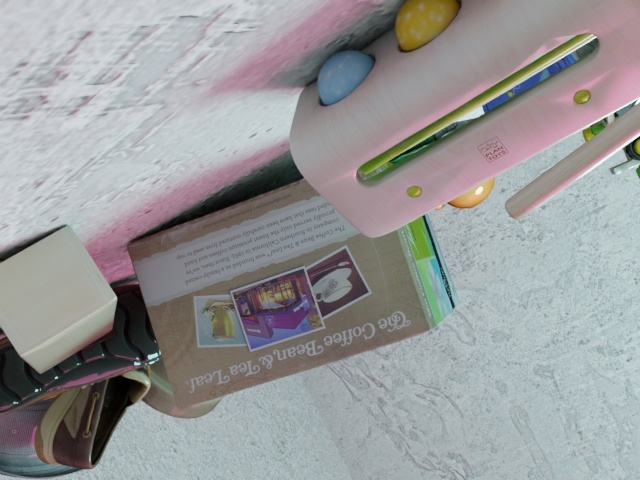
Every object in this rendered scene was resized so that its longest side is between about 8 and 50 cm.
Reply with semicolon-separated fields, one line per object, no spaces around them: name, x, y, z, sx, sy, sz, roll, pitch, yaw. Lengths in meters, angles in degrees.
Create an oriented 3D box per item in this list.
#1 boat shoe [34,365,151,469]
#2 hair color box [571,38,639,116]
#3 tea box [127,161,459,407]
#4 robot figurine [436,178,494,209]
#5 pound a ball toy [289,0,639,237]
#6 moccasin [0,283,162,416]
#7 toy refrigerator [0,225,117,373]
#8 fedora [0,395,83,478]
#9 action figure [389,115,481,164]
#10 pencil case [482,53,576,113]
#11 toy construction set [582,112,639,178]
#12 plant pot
boat shoe;-0.335;0.232;1.375;0.123;0.123;0.342;7;-136;22
hair color box;0.428;-0.270;0.748;0.374;0.113;0.185;-27;159;-9
tea box;-0.016;0.049;1.092;0.329;0.220;0.323;-19;177;14
robot figurine;0.316;-0.136;1.789;0.158;0.128;0.219;-6;179;8
pound a ball toy;0.123;-0.119;0.593;0.319;0.136;0.208;-30;-149;30
moccasin;-0.362;0.163;1.236;0.380;0.139;0.147;-28;-169;-39
toy refrigerator;-0.288;0.069;0.875;0.102;0.094;0.269;-33;178;-19
fedora;-0.493;0.280;1.405;0.275;0.243;0.124;13;123;-25
action figure;0.144;-0.139;1.167;0.232;0.063;0.137;-21;178;11
pencil case;0.317;-0.200;1.043;0.306;0.133;0.119;-23;154;-50
toy construction set;0.669;-0.254;1.754;0.309;0.237;0.257;-26;175;-18
plant pot;-0.249;0.182;1.624;0.229;0.263;0.263;-49;166;25
